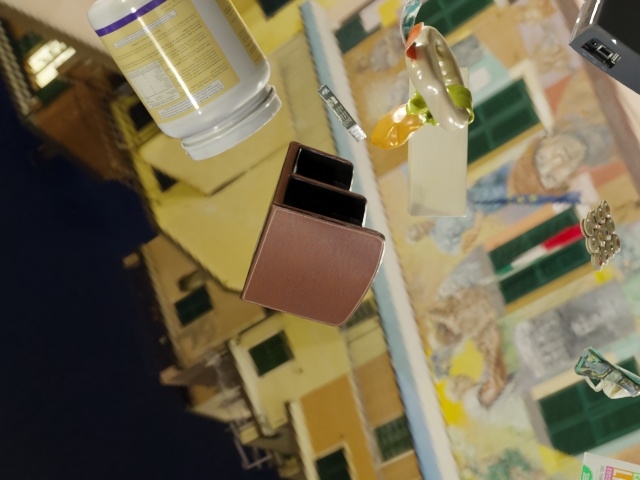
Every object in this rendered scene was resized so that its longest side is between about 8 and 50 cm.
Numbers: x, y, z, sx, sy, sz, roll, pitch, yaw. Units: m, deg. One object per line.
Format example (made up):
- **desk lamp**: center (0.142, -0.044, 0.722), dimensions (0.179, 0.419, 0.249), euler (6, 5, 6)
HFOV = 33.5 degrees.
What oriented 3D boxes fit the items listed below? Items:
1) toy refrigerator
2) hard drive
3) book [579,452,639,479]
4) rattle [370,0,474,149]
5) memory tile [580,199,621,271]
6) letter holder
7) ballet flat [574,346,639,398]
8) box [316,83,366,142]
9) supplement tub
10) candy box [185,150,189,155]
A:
- **toy refrigerator**: center (0.215, -0.181, 1.958), dimensions (0.094, 0.102, 0.269), euler (-93, 3, -83)
- **hard drive**: center (0.472, -0.265, 1.448), dimensions (0.255, 0.054, 0.172), euler (30, -120, -8)
- **book**: center (0.578, 0.477, 2.069), dimensions (0.035, 0.144, 0.096), euler (69, -146, -67)
- **rattle**: center (0.086, -0.186, 1.211), dimensions (0.200, 0.143, 0.130), euler (15, -105, -62)
- **memory tile**: center (0.554, -0.011, 2.094), dimensions (0.148, 0.012, 0.113), euler (-32, -74, -51)
- **letter holder**: center (0.000, 0.000, 1.909), dimensions (0.215, 0.301, 0.152), euler (17, -128, -4)
- **ballet flat**: center (0.529, 0.253, 1.944), dimensions (0.188, 0.070, 0.070), euler (31, -142, -30)
- **box**: center (0.033, -0.192, 1.616), dimensions (0.083, 0.018, 0.067), euler (54, -174, 19)
- **supplement tub**: center (-0.241, -0.339, 1.948), dimensions (0.331, 0.241, 0.241), euler (58, -154, -21)
- **candy box**: center (-0.289, -0.349, 2.335), dimensions (0.316, 0.088, 0.182), euler (-115, 20, -48)
